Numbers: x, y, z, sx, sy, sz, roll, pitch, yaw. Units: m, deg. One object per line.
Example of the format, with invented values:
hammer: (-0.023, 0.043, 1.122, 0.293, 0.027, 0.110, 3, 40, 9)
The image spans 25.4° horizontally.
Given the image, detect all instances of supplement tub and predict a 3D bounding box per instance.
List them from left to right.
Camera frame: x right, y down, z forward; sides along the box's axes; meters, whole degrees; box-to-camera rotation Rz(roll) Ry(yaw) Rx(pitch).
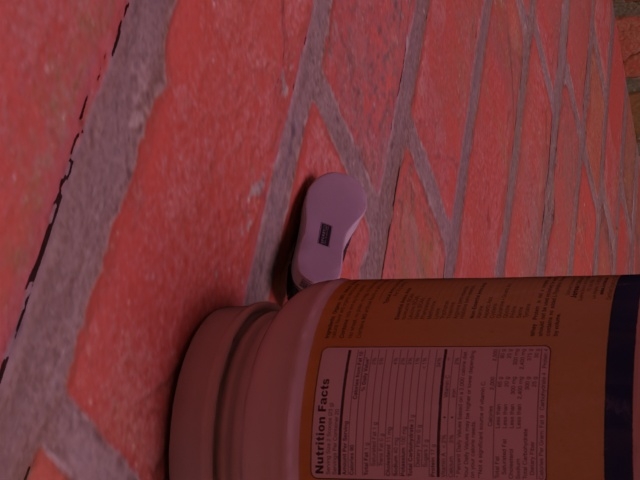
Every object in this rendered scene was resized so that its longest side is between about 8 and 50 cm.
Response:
supplement tub: (0.085, 0.136, 0.901, 0.228, 0.316, 0.228, -2, 90, -71)

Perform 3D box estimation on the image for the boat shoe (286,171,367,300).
boat shoe: (0.000, 0.000, 1.094, 0.142, 0.049, 0.040, -71, -175, -50)
